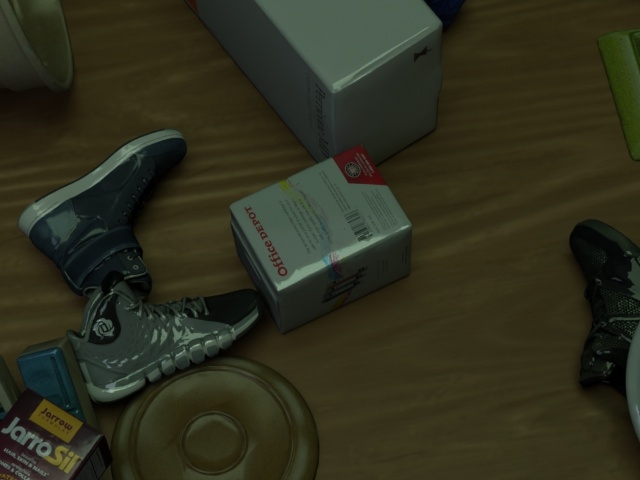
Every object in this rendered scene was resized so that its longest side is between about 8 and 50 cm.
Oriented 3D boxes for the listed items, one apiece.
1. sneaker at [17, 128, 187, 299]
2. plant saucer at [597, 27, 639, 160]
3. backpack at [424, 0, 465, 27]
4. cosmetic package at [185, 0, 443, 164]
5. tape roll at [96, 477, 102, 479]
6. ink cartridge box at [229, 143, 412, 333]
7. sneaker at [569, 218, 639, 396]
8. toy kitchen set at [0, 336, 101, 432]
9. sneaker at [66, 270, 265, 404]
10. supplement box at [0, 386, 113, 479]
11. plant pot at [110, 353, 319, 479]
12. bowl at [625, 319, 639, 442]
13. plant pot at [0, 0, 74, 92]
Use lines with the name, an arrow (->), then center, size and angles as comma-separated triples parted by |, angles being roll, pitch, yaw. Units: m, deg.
sneaker -> -0.218, -0.021, 1.990 | 0.226, 0.086, 0.163 | -35, 69, -17
plant saucer -> 0.458, -0.203, 2.091 | 0.188, 0.045, 0.188 | -9, 63, -4
backpack -> 0.118, -0.305, 2.125 | 0.120, 0.101, 0.098 | -22, 64, -46
cosmetic package -> -0.048, -0.313, 2.059 | 0.161, 0.230, 0.453 | -33, 66, -14
tape roll -> -0.309, 0.376, 1.784 | 0.274, 0.090, 0.275 | -1, 63, 2
ink cartridge box -> 0.000, 0.000, 1.949 | 0.176, 0.127, 0.128 | -24, 65, -11
sneaker -> 0.328, 0.083, 1.922 | 0.130, 0.087, 0.227 | -24, 70, -18
toy kitchen set -> -0.370, 0.209, 1.830 | 0.207, 0.166, 0.122 | -15, 103, 12
sneaker -> -0.181, 0.080, 1.905 | 0.228, 0.086, 0.132 | -29, 107, -13
supplement box -> -0.313, 0.263, 1.746 | 0.104, 0.081, 0.188 | 29, 67, 14
plant pot -> -0.119, 0.230, 1.887 | 0.236, 0.032, 0.236 | 0, 63, 0
bowl -> 0.489, 0.152, 1.812 | 0.297, 0.134, 0.298 | 3, 74, -11
plant pot -> -0.501, -0.290, 2.030 | 0.305, 0.334, 0.334 | -18, 63, 4
